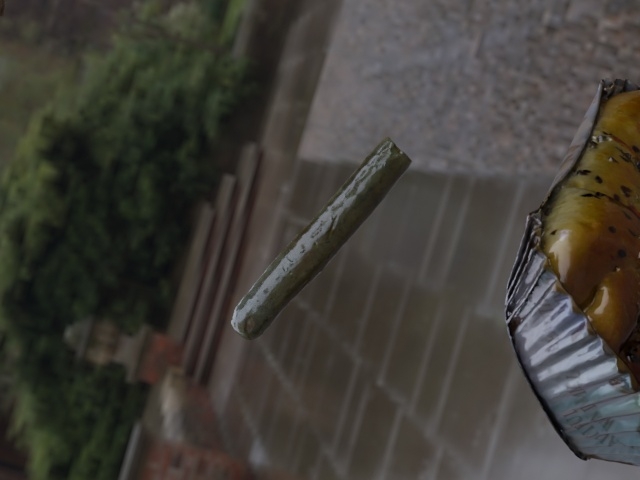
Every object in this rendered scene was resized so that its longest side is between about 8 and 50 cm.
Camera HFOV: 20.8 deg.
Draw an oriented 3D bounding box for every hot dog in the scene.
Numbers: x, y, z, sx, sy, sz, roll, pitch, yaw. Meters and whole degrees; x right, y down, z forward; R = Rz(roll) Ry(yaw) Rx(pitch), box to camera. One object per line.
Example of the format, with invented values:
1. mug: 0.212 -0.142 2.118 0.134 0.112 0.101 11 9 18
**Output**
1. hot dog: 0.113 0.010 0.610 0.059 0.108 0.191 -24 14 29

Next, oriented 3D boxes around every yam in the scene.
1. yam: 0.000 0.000 0.813 0.116 0.021 0.021 -49 5 -3

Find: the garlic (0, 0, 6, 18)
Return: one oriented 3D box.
1. garlic: -0.196 -0.110 0.808 0.074 0.094 0.113 126 151 -74
